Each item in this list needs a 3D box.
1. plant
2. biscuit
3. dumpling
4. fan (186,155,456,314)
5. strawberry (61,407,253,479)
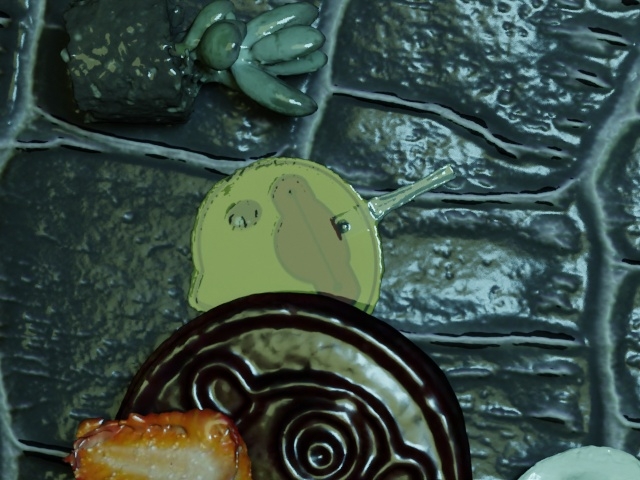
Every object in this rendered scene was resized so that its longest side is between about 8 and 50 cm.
[{"bbox_3d":[-0.130,-0.200,0.917,0.274,0.149,0.147,0,89,2],"label":"plant"},{"bbox_3d":[-0.037,0.259,0.923,0.407,0.091,0.408,0,90,7],"label":"biscuit"},{"bbox_3d":[0.262,0.328,0.887,0.166,0.126,0.216,9,92,21],"label":"dumpling"},{"bbox_3d":[0.000,0.000,0.969,0.335,0.011,0.230,-26,87,5],"label":"fan"},{"bbox_3d":[-0.155,0.225,0.864,0.188,0.082,0.121,8,68,17],"label":"strawberry"}]
